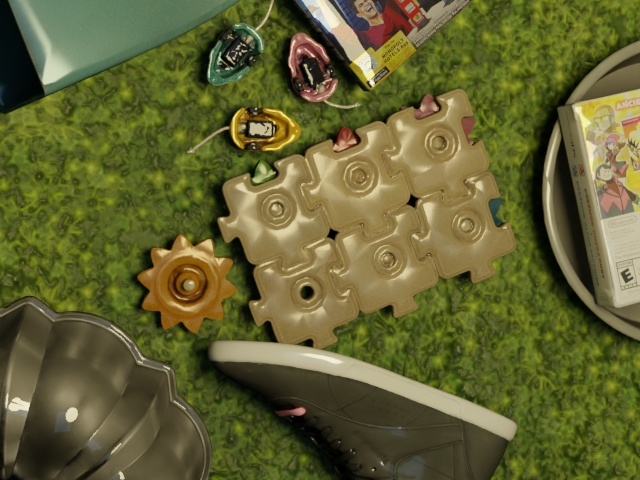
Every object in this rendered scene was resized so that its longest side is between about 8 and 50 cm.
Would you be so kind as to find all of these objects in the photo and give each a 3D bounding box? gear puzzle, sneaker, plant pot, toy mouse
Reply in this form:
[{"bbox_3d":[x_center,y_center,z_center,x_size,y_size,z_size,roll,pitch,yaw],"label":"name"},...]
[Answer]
[{"bbox_3d":[0.000,0.000,1.478,0.339,0.044,0.175,-22,101,-12],"label":"gear puzzle"},{"bbox_3d":[0.025,0.183,1.451,0.296,0.104,0.147,21,80,-20],"label":"sneaker"},{"bbox_3d":[-0.167,-0.227,1.363,0.234,0.166,0.165,-23,97,-20],"label":"plant pot"},{"bbox_3d":[-0.045,-0.150,1.464,0.161,0.031,0.143,-3,92,-17],"label":"toy mouse"}]

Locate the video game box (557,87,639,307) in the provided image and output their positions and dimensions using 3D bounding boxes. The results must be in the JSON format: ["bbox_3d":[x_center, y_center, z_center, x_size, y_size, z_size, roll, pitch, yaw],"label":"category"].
[{"bbox_3d":[0.329,-0.052,1.512,0.205,0.048,0.187,-13,96,-16],"label":"video game box"}]

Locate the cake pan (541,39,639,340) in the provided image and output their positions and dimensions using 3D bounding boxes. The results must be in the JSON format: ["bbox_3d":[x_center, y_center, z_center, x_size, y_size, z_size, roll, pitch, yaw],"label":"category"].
[{"bbox_3d":[0.333,-0.046,1.566,0.293,0.054,0.293,0,91,-16],"label":"cake pan"}]

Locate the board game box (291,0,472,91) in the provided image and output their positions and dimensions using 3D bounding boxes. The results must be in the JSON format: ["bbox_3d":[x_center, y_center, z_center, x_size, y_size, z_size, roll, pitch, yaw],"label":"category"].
[{"bbox_3d":[0.046,-0.264,1.475,0.194,0.060,0.194,-42,100,-12],"label":"board game box"}]

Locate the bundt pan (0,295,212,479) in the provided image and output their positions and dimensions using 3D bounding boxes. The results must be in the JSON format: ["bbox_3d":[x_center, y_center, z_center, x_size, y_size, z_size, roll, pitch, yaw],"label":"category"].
[{"bbox_3d":[-0.245,0.217,1.312,0.331,0.124,0.331,-1,103,-3],"label":"bundt pan"}]
